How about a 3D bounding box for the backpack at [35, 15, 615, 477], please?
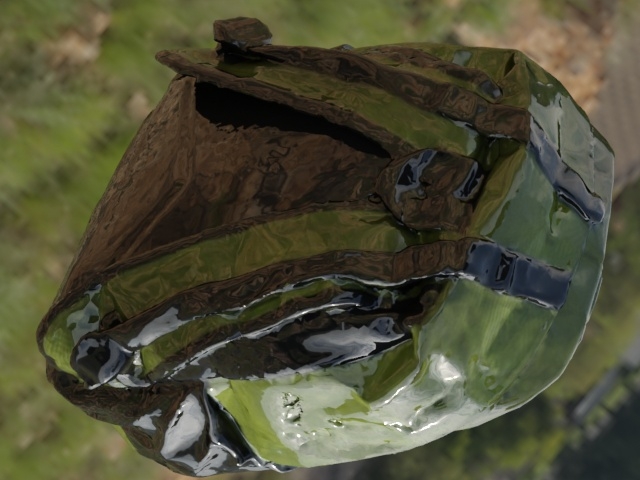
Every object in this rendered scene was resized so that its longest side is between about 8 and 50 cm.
[{"bbox_3d":[0.000,0.000,0.846,0.140,0.253,0.207,42,57,-39],"label":"backpack"}]
